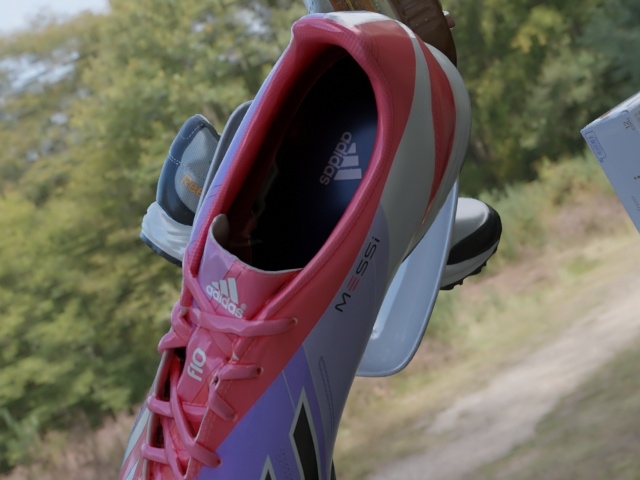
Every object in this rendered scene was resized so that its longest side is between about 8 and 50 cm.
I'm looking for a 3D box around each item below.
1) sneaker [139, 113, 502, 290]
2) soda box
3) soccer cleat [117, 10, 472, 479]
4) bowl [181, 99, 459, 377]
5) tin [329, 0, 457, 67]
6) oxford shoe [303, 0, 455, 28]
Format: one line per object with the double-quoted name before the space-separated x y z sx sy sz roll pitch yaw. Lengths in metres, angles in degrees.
"sneaker" 0.015 -0.027 1.003 0.272 0.108 0.100 5 18 -29
"soda box" 0.298 -0.018 1.137 0.074 0.216 0.069 -33 6 -24
"soccer cleat" -0.033 0.051 0.624 0.318 0.109 0.116 -67 -22 2
"bowl" 0.000 0.000 0.825 0.142 0.142 0.053 15 0 -1
"tin" 0.031 -0.180 0.963 0.040 0.189 0.106 -30 14 -9
"oxford shoe" 0.045 -0.222 1.317 0.123 0.130 0.348 -27 9 3
